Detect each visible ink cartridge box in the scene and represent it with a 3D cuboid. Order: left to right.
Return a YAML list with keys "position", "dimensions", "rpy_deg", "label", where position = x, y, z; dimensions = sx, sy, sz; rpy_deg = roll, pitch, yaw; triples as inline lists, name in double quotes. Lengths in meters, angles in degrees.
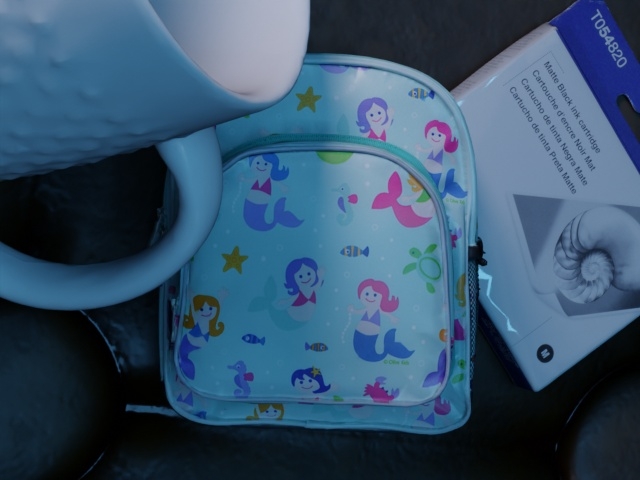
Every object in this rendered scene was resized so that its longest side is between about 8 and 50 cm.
- position: [0.183, -0.039, 1.387]
  dimensions: [0.224, 0.045, 0.223]
  rpy_deg: [-37, 105, -14]
  label: "ink cartridge box"

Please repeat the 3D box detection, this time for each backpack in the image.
- position: [0.000, 0.000, 1.246]
  dimensions: [0.225, 0.191, 0.253]
  rpy_deg: [3, 88, 2]
  label: "backpack"

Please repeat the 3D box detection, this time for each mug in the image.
- position: [-0.194, -0.124, 1.098]
  dimensions: [0.328, 0.276, 0.374]
  rpy_deg: [-14, 113, 22]
  label: "mug"
